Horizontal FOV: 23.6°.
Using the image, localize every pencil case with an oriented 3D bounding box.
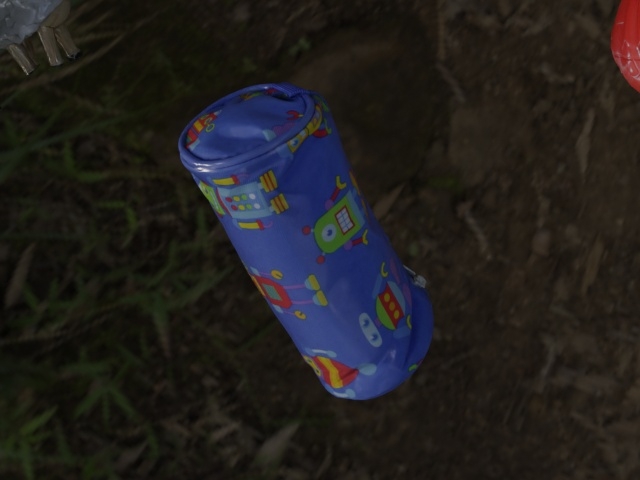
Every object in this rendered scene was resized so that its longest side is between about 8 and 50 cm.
[{"bbox_3d":[0.000,0.000,1.316,0.119,0.133,0.306,29,155,50],"label":"pencil case"}]

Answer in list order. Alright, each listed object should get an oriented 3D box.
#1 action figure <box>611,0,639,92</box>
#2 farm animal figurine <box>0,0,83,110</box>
[{"bbox_3d":[0.154,-0.143,0.469,0.139,0.091,0.280,-2,100,-4],"label":"action figure"},{"bbox_3d":[-0.413,-0.153,1.299,0.327,0.330,0.172,-7,116,38],"label":"farm animal figurine"}]
